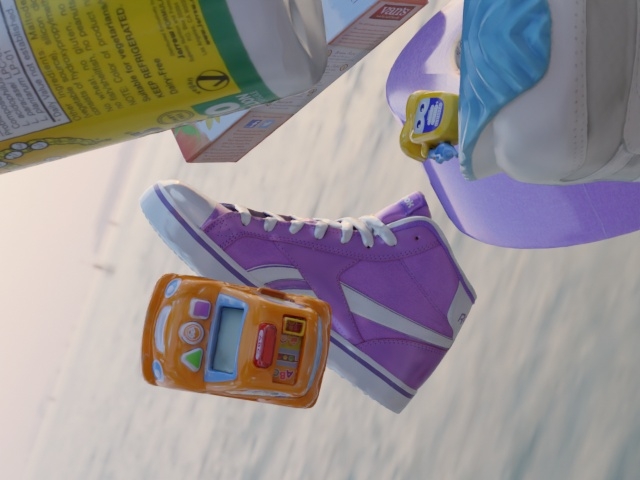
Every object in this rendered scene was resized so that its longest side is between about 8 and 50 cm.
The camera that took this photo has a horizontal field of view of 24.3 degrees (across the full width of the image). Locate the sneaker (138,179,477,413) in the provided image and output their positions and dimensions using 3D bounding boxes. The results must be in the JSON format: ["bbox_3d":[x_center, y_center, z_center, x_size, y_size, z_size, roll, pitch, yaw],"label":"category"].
[{"bbox_3d":[0.000,0.000,1.212,0.161,0.282,0.102,-54,16,6],"label":"sneaker"}]

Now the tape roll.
[{"bbox_3d":[0.180,-0.112,0.890,0.275,0.090,0.275,-24,24,12],"label":"tape roll"}]

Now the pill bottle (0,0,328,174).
[{"bbox_3d":[-0.111,-0.089,0.583,0.117,0.208,0.117,-14,-90,-79],"label":"pill bottle"}]

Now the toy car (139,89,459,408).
[{"bbox_3d":[-0.003,-0.004,0.430,0.122,0.060,0.040,-63,19,-10],"label":"toy car"}]

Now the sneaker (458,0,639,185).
[{"bbox_3d":[0.101,-0.057,0.447,0.229,0.092,0.087,-9,-76,-66],"label":"sneaker"}]

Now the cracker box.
[{"bbox_3d":[-0.044,-0.185,1.164,0.232,0.067,0.155,-36,71,35],"label":"cracker box"}]
